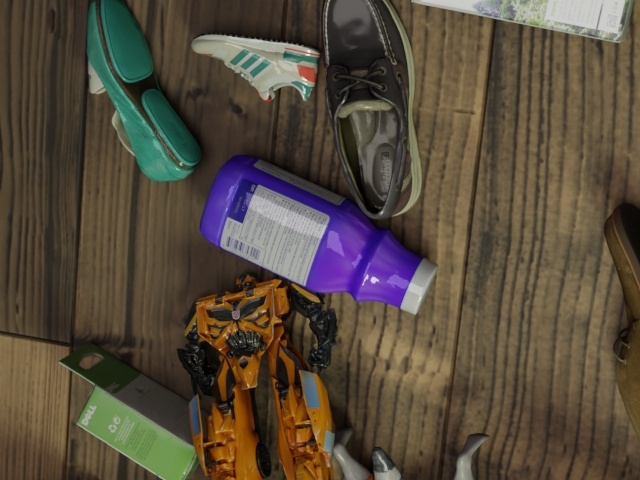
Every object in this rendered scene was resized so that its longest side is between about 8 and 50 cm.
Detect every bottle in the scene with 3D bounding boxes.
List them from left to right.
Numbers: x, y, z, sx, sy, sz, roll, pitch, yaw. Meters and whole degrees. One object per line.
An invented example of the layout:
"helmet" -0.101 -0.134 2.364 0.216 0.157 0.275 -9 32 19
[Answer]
"bottle" 0.000 0.000 1.708 0.283 0.092 0.118 24 117 9

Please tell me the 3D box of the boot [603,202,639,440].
"boot" 0.371 0.110 1.633 0.115 0.112 0.305 -21 91 38

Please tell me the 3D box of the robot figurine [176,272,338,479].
"robot figurine" -0.073 0.176 1.725 0.211 0.085 0.291 -15 73 17

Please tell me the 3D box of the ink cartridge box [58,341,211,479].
"ink cartridge box" -0.236 0.217 1.808 0.209 0.109 0.062 31 106 7

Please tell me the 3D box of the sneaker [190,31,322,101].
"sneaker" -0.080 -0.205 1.707 0.161 0.057 0.075 9 98 10

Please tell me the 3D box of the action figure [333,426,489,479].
"action figure" 0.061 0.398 1.738 0.341 0.178 0.330 -2 92 14

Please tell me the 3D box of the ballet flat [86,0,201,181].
"ballet flat" -0.236 -0.178 1.745 0.087 0.083 0.247 -26 92 32

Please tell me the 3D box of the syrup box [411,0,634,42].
"syrup box" 0.228 -0.287 1.587 0.237 0.096 0.093 13 103 12

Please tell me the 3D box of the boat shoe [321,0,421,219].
"boat shoe" 0.056 -0.161 1.660 0.103 0.092 0.285 -6 100 14
